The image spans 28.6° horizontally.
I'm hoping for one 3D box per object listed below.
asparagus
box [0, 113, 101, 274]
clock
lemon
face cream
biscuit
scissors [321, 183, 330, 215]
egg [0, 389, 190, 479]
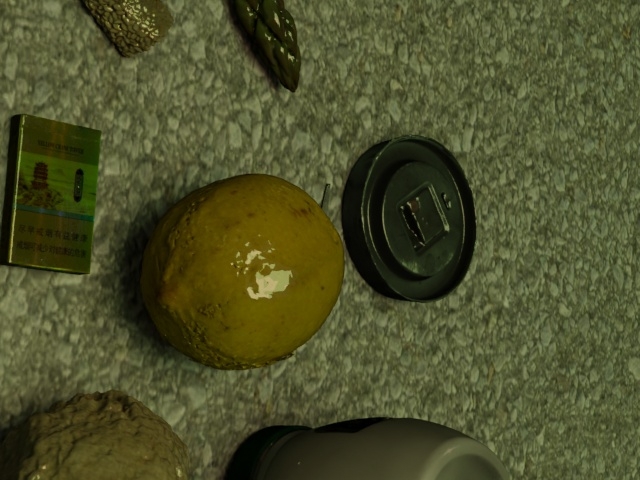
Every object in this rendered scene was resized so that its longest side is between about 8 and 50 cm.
[{"bbox_3d":[-0.089,-0.351,1.857,0.080,0.080,0.287,-35,111,-39],"label":"asparagus"},{"bbox_3d":[-0.347,-0.058,1.622,0.121,0.030,0.193,11,79,-42],"label":"box"},{"bbox_3d":[0.150,-0.035,2.067,0.280,0.055,0.280,5,82,-43],"label":"clock"},{"bbox_3d":[-0.097,0.040,1.693,0.310,0.258,0.258,-34,109,-43],"label":"lemon"},{"bbox_3d":[0.061,0.358,1.735,0.312,0.357,0.219,-6,87,-47],"label":"face cream"},{"bbox_3d":[-0.272,-0.329,1.691,0.168,0.070,0.082,55,45,-23],"label":"biscuit"},{"bbox_3d":[0.000,0.000,1.952,0.100,0.015,0.189,22,71,-37],"label":"scissors"},{"bbox_3d":[-0.280,0.331,1.502,0.279,0.279,0.310,46,32,-30],"label":"egg"}]
